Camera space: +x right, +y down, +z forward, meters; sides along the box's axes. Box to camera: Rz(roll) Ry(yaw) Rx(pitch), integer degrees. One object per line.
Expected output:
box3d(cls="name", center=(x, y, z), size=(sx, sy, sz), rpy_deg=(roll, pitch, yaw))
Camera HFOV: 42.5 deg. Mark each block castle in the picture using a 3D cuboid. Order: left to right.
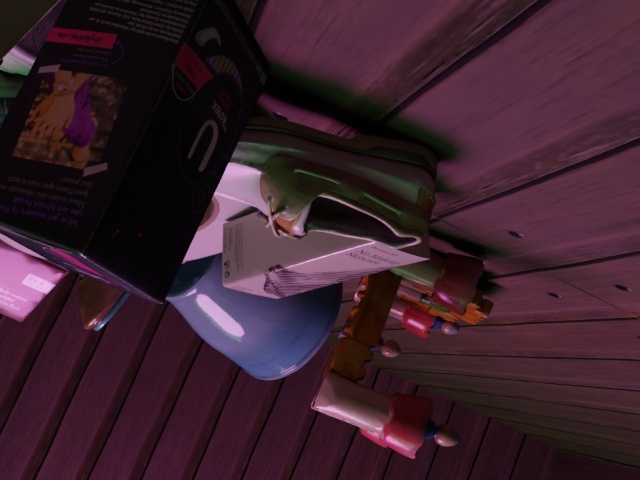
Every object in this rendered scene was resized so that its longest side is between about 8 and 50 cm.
box3d(cls="block castle", center=(0.132, 0.180, 1.331), size=(0.212, 0.303, 0.453), rpy_deg=(21, 168, 3))

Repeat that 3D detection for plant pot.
box3d(cls="plant pot", center=(-0.143, 0.078, 1.474), size=(0.255, 0.272, 0.271), rpy_deg=(35, 163, -37))

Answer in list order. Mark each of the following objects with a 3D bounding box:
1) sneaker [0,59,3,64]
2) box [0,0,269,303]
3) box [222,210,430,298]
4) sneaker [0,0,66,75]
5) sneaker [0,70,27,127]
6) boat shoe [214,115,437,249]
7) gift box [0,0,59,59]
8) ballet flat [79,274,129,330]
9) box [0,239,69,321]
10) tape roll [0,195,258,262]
box3d(cls="sneaker", center=(-0.411, -0.191, 0.818), size=(0.130, 0.109, 0.286), rpy_deg=(25, -178, -43))
box3d(cls="box", center=(-0.181, -0.101, 0.778), size=(0.143, 0.271, 0.165), rpy_deg=(19, 167, 20))
box3d(cls="box", center=(0.000, 0.000, 1.062), size=(0.275, 0.094, 0.113), rpy_deg=(-17, 156, 42))
box3d(cls="sneaker", center=(-0.339, -0.239, 0.863), size=(0.169, 0.108, 0.292), rpy_deg=(16, 167, 17))
box3d(cls="sneaker", center=(-0.396, -0.174, 1.050), size=(0.283, 0.122, 0.110), rpy_deg=(13, -145, -42))
box3d(cls="boat shoe", center=(-0.025, -0.058, 0.886), size=(0.302, 0.103, 0.113), rpy_deg=(5, 159, 2))
box3d(cls="gift box", center=(-0.311, -0.235, 0.511), size=(0.255, 0.258, 0.276), rpy_deg=(17, 150, 30))
box3d(cls="ballet flat", center=(-0.307, -0.010, 1.326), size=(0.124, 0.342, 0.116), rpy_deg=(47, 141, -16))
box3d(cls="box", center=(-0.514, -0.073, 1.318), size=(0.191, 0.143, 0.381), rpy_deg=(32, -156, -34))
box3d(cls="tape roll", center=(-0.239, -0.063, 1.087), size=(0.391, 0.072, 0.392), rpy_deg=(-7, 159, -3))
